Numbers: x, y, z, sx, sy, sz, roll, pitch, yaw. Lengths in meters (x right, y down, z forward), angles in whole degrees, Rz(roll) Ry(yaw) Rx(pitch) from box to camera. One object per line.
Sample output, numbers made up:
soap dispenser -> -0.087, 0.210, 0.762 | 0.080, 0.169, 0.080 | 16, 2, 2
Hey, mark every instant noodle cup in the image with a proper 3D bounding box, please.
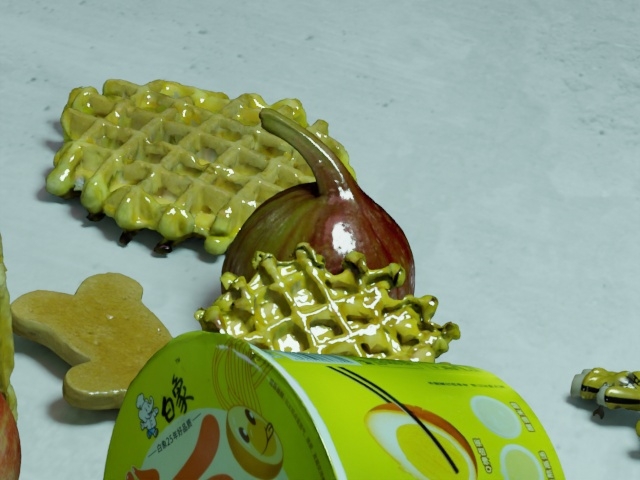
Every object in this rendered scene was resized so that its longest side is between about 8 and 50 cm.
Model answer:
instant noodle cup -> 0.018, 0.210, 1.340 | 0.222, 0.311, 0.311 | -2, 33, -36

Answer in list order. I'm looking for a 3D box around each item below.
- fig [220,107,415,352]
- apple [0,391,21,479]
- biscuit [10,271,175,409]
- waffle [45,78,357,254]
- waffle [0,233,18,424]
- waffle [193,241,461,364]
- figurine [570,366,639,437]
fig -> 0.006, 0.005, 1.708 | 0.175, 0.207, 0.175 | 12, 25, -5
apple -> -0.323, 0.151, 1.395 | 0.210, 0.209, 0.164 | 4, 16, -11
biscuit -> -0.159, 0.108, 1.653 | 0.158, 0.035, 0.240 | -13, 40, -37
waffle -> -0.112, -0.082, 1.944 | 0.329, 0.062, 0.329 | 7, 32, -5
waffle -> -0.289, 0.039, 1.600 | 0.057, 0.168, 0.274 | -5, 34, -12
waffle -> -0.002, 0.111, 1.579 | 0.229, 0.051, 0.231 | 16, 66, 1
figurine -> 0.297, 0.142, 1.722 | 0.101, 0.068, 0.143 | -5, 18, -36
